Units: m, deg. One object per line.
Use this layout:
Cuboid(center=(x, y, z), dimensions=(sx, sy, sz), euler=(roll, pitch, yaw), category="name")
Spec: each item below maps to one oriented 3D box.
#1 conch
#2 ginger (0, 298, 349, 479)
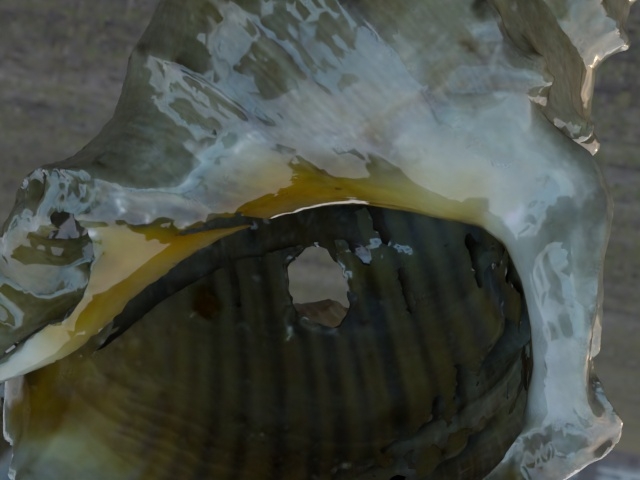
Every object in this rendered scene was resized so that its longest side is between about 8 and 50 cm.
Cuboid(center=(0.008, -0.001, 0.616), dimensions=(0.324, 0.263, 0.186), euler=(-38, 158, 28), category="conch")
Cuboid(center=(-0.124, 0.109, 0.908), dimensions=(0.333, 0.166, 0.080), euler=(-32, -175, -13), category="ginger")
